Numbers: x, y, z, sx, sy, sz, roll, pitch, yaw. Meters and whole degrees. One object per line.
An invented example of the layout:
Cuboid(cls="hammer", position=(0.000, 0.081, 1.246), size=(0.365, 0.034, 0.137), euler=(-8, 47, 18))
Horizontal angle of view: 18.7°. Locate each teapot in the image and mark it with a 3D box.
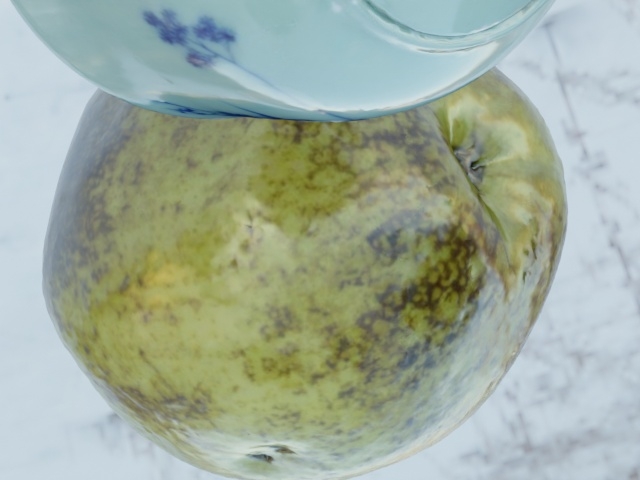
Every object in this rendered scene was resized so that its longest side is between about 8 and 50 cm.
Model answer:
Cuboid(cls="teapot", position=(0.006, -0.096, 0.464), size=(0.232, 0.159, 0.159), euler=(-7, 154, -36))

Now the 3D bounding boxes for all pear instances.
Cuboid(cls="pear", position=(0.000, 0.000, 0.750), size=(0.197, 0.197, 0.197), euler=(-12, 153, -6))
